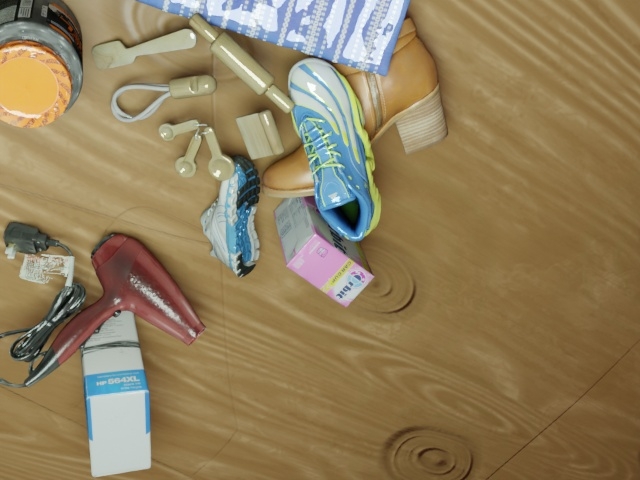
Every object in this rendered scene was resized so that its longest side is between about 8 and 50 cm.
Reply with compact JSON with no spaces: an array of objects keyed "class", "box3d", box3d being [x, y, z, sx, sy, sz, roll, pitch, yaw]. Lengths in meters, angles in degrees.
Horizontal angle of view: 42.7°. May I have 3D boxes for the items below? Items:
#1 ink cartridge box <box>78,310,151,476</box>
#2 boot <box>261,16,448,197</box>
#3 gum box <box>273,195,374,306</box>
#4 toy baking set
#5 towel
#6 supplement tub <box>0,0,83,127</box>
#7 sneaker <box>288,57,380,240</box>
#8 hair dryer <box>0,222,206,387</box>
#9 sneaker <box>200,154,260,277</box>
[{"class":"ink cartridge box","box3d":[-0.299,0.212,1.185,0.085,0.203,0.148,-5,122,-16]},{"class":"boot","box3d":[0.018,-0.192,1.098,0.283,0.109,0.220,-20,117,9]},{"class":"gum box","box3d":[0.000,0.000,1.159,0.107,0.188,0.062,36,106,-23]},{"class":"toy baking set","box3d":[-0.161,-0.179,1.024,0.196,0.030,0.256,-38,105,27]},{"class":"towel","box3d":[-0.040,-0.354,0.965,0.335,0.040,0.243,15,111,-10]},{"class":"supplement tub","box3d":[-0.329,-0.205,0.928,0.117,0.190,0.117,-8,123,-12]},{"class":"sneaker","box3d":[0.022,-0.106,1.019,0.091,0.126,0.240,-20,109,10]},{"class":"hair dryer","box3d":[-0.304,0.098,1.131,0.293,0.080,0.224,6,76,-10]},{"class":"sneaker","box3d":[-0.135,-0.038,1.155,0.071,0.083,0.191,-40,145,-46]}]
